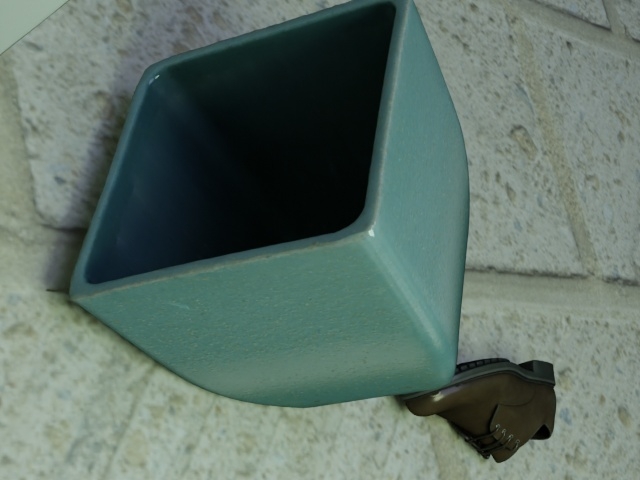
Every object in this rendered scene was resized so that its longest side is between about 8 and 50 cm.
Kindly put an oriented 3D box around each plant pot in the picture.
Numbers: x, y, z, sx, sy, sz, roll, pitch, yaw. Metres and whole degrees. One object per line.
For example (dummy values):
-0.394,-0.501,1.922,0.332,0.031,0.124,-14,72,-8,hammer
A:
0.000,0.000,0.975,0.252,0.247,0.248,52,36,-40,plant pot

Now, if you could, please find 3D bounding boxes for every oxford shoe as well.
0.163,0.164,1.190,0.227,0.082,0.096,9,68,-45,oxford shoe

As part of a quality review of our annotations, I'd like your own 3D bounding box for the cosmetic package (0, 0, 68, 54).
-0.312,-0.323,0.720,0.327,0.329,0.394,24,52,-40,cosmetic package
